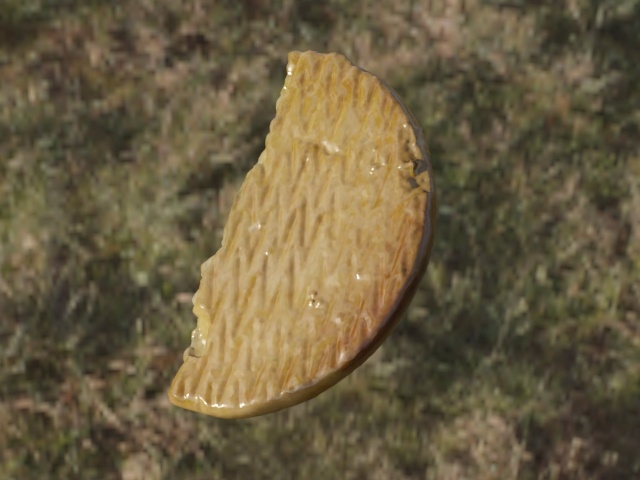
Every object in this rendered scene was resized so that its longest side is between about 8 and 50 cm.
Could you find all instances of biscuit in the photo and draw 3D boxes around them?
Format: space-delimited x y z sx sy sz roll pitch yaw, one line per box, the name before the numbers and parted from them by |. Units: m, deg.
biscuit | 0.001 0.000 1.071 0.144 0.033 0.224 9 75 32
